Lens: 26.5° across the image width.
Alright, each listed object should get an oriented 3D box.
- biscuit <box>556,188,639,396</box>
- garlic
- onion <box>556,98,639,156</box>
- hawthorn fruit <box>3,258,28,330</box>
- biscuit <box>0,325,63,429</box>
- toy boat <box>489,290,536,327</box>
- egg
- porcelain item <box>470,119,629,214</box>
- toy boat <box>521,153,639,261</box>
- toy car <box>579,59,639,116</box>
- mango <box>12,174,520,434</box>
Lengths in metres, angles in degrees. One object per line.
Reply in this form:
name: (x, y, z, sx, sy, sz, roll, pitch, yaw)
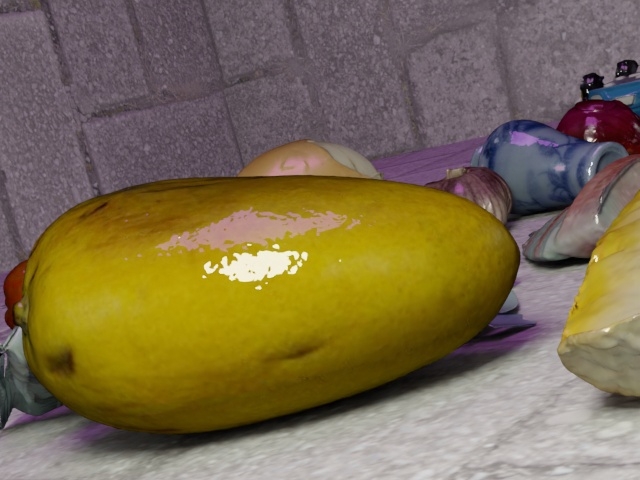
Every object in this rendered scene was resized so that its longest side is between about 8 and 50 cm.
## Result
biscuit: (0.395, -0.015, 0.961, 0.429, 0.104, 0.446, -17, 16, 23)
garlic: (0.197, -0.053, 1.926, 0.147, 0.102, 0.159, -21, 9, -7)
onion: (0.447, -0.152, 2.070, 0.198, 0.135, 0.173, -8, 12, 34)
hawthorn fruit: (-0.388, 0.087, 1.972, 0.138, 0.133, 0.133, -2, 10, 18)
biscuit: (-0.203, 0.086, 1.411, 0.309, 0.079, 0.186, -25, -20, -20)
toy boat: (0.128, 0.037, 1.371, 0.220, 0.067, 0.291, 8, 7, -18)
egg: (-0.025, -0.032, 1.823, 0.244, 0.201, 0.201, -18, 7, -15)
porcelain item: (0.326, -0.102, 1.969, 0.141, 0.141, 0.259, -19, 18, -33)
toy boat: (0.302, -0.022, 1.586, 0.206, 0.096, 0.282, -33, 4, -22)
toy car: (0.580, -0.236, 2.333, 0.198, 0.166, 0.314, -11, 7, 35)
mango: (-0.048, 0.049, 1.186, 0.445, 0.220, 0.301, -5, 2, 10)
